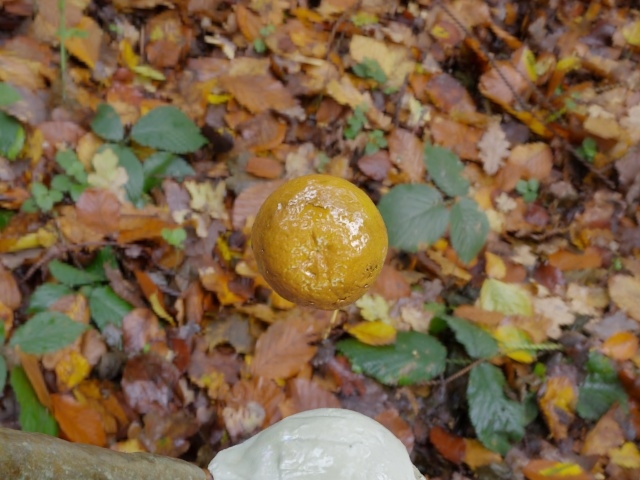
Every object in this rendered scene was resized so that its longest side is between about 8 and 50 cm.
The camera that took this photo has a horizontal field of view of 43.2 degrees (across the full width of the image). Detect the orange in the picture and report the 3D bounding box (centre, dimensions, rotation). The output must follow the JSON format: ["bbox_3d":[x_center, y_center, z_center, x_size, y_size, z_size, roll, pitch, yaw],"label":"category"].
[{"bbox_3d":[-0.001,0.002,1.283,0.219,0.219,0.193,27,20,17],"label":"orange"}]

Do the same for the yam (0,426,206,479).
[{"bbox_3d":[-0.171,0.146,0.496,0.061,0.061,0.274,50,10,36],"label":"yam"}]

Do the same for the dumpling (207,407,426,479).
[{"bbox_3d":[0.010,0.258,0.868,0.252,0.131,0.179,11,8,-15],"label":"dumpling"}]
